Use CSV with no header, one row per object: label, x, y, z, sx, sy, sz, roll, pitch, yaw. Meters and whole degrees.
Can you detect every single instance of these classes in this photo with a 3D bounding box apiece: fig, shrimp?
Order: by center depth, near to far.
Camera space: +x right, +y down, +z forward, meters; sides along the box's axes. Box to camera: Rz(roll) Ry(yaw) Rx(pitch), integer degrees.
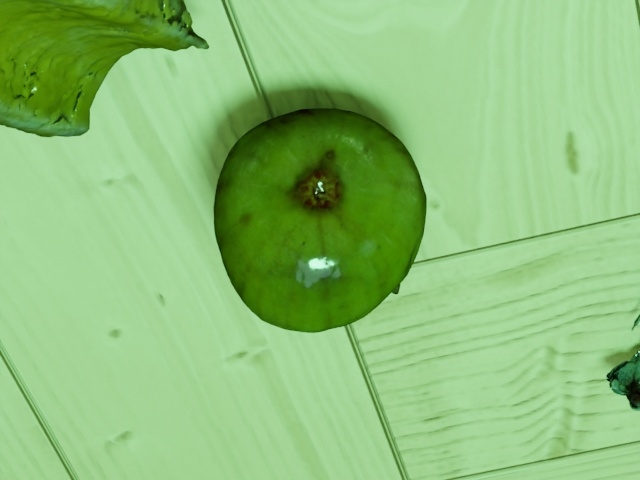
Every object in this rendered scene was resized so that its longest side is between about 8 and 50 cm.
fig,-0.003,-0.014,1.283,0.148,0.186,0.142,-17,92,-14
shrimp,0.265,0.048,1.403,0.082,0.076,0.174,42,135,13

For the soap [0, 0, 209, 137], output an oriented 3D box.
soap,-0.221,-0.227,1.102,0.169,0.304,0.339,-26,170,12
